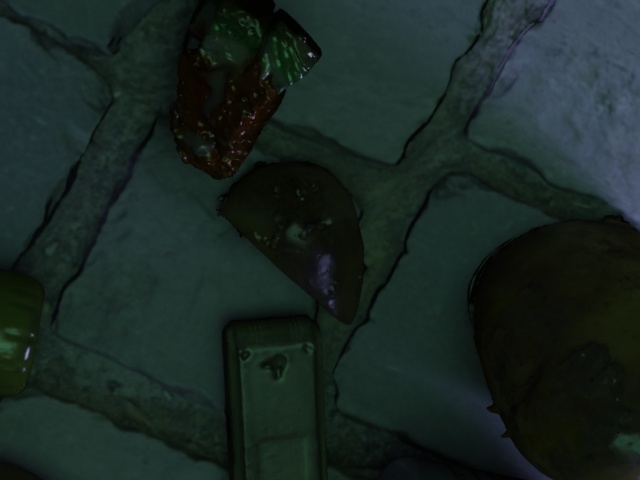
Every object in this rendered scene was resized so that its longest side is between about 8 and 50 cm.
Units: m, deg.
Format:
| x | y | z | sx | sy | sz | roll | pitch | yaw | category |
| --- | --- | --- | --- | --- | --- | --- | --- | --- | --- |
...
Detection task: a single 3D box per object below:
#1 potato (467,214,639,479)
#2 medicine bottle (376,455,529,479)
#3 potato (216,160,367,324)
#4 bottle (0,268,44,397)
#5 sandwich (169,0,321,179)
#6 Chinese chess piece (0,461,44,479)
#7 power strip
| x | y | z | sx | sy | sz | roll | pitch | yaw | category |
| --- | --- | --- | --- | --- | --- | --- | --- | --- | --- |
| 0.255 | 0.122 | 1.534 | 0.229 | 0.266 | 0.229 | -3 | 108 | -10 | potato |
| 0.156 | 0.331 | 1.579 | 0.232 | 0.238 | 0.238 | 13 | 102 | -12 | medicine bottle |
| 0.000 | 0.000 | 1.548 | 0.100 | 0.089 | 0.172 | -45 | 105 | 1 | potato |
| -0.375 | 0.062 | 1.493 | 0.260 | 0.112 | 0.112 | 11 | 102 | -11 | bottle |
| -0.079 | -0.134 | 1.456 | 0.109 | 0.185 | 0.160 | 33 | 94 | -8 | sandwich |
| -0.324 | 0.319 | 1.575 | 0.251 | 0.097 | 0.251 | -2 | 103 | -9 | Chinese chess piece |
| -0.039 | 0.258 | 1.625 | 0.092 | 0.066 | 0.387 | -4 | 102 | -10 | power strip |
